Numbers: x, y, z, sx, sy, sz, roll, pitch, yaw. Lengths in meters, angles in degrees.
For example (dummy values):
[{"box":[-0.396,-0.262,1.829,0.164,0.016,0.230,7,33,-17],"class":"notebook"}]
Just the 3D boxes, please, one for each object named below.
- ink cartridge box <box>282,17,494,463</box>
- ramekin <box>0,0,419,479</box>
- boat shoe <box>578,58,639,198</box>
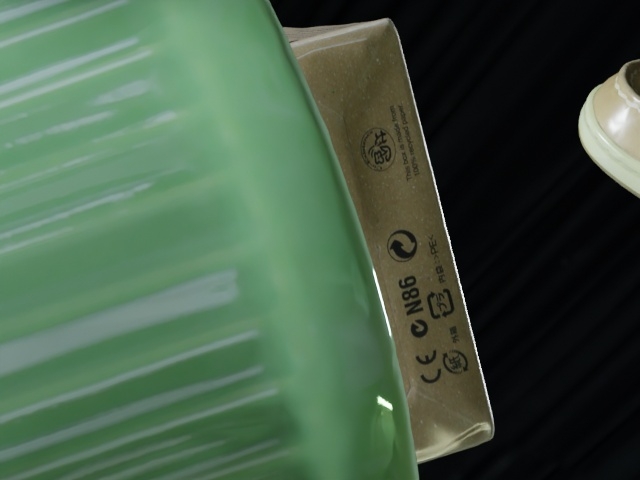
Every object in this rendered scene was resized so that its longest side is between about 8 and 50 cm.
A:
[{"box":[0.000,0.000,1.111,0.088,0.193,0.234,-17,98,-17],"class":"ink cartridge box"},{"box":[-0.102,0.025,0.654,0.148,0.303,0.303,-19,65,-18],"class":"ramekin"},{"box":[0.137,-0.019,0.455,0.153,0.048,0.056,20,32,15],"class":"boat shoe"}]
